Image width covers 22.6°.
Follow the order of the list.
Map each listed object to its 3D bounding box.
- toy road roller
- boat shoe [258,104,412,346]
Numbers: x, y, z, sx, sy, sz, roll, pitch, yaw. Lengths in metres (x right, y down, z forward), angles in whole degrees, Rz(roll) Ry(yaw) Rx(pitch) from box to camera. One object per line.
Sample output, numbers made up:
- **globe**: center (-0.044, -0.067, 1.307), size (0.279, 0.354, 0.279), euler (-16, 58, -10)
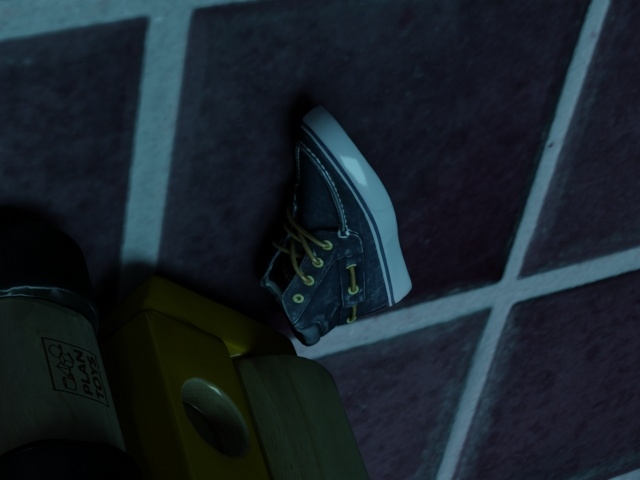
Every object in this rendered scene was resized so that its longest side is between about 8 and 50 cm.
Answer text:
- **toy road roller**: center (-0.142, 0.158, 0.929), size (0.240, 0.202, 0.329), euler (-40, 139, 24)
- **boat shoe**: center (0.000, 0.000, 0.973), size (0.083, 0.065, 0.183), euler (-33, 143, -8)
